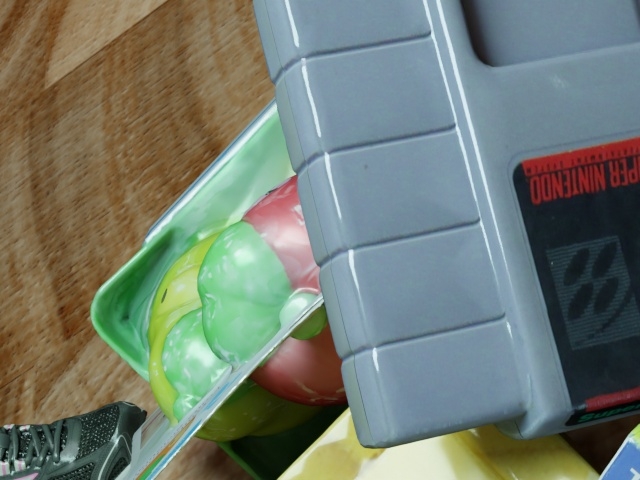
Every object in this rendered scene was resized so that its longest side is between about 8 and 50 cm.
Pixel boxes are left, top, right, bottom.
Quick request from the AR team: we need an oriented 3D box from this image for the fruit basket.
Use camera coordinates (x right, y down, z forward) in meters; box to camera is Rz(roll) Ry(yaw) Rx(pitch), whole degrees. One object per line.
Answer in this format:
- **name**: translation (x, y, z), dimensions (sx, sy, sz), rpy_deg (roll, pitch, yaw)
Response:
- **fruit basket**: translation (0.000, 0.000, 0.998), dimensions (0.327, 0.165, 0.353), rpy_deg (-46, -3, 1)

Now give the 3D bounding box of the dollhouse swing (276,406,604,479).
- **dollhouse swing**: translation (0.043, 0.263, 0.874), dimensions (0.347, 0.305, 0.315), rpy_deg (-46, -9, 1)

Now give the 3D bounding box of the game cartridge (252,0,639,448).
- **game cartridge**: translation (0.160, -0.057, 0.794), dimensions (0.068, 0.355, 0.230), rpy_deg (133, 123, -69)

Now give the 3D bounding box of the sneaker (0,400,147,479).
- **sneaker**: translation (-0.191, 0.144, 1.247), dimensions (0.178, 0.077, 0.072), rpy_deg (-29, 38, 24)

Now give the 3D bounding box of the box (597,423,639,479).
- **box**: translation (0.121, 0.141, 0.676), dimensions (0.109, 0.042, 0.178), rpy_deg (40, 124, 19)
